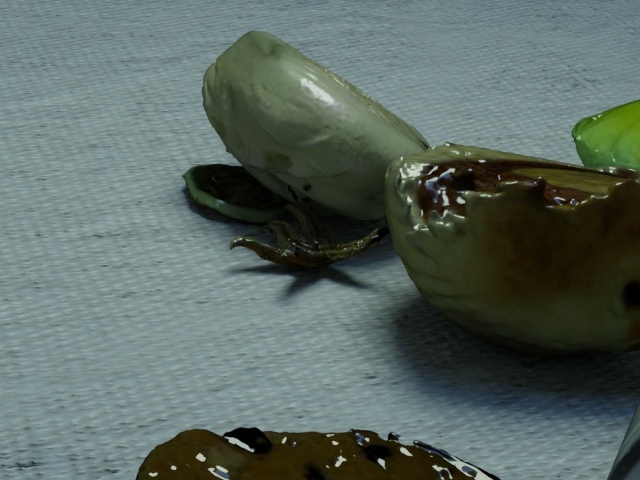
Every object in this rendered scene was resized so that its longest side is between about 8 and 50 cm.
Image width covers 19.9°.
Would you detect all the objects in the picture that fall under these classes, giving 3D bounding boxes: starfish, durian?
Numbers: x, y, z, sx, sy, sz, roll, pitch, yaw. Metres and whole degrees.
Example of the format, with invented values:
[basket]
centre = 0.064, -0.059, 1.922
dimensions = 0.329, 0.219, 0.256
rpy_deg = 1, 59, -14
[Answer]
[starfish]
centre = 0.000, 0.006, 1.480
dimensions = 0.130, 0.041, 0.133
rpy_deg = 1, 19, 16
[durian]
centre = 0.344, -0.062, 1.683
dimensions = 0.250, 0.101, 0.139
rpy_deg = 28, 66, 37

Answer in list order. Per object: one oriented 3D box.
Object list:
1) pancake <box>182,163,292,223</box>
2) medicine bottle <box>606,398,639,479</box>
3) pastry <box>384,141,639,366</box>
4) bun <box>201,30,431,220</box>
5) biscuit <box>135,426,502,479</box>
[pancake]
centre = -0.069, -0.042, 1.599
dimensions = 0.108, 0.017, 0.108
rpy_deg = 10, 25, -4
[medicine bottle]
centre = 0.291, 0.122, 1.130
dimensions = 0.190, 0.189, 0.332
rpy_deg = 15, 21, 14
[pastry]
centre = 0.173, 0.009, 1.402
dimensions = 0.256, 0.170, 0.237
rpy_deg = 0, 5, -7
[bun]
centre = -0.007, -0.088, 1.571
dimensions = 0.210, 0.116, 0.237
rpy_deg = 35, 4, 8
[biscuit]
centre = 0.027, 0.197, 1.027
dimensions = 0.296, 0.075, 0.296
rpy_deg = 14, 22, -6
